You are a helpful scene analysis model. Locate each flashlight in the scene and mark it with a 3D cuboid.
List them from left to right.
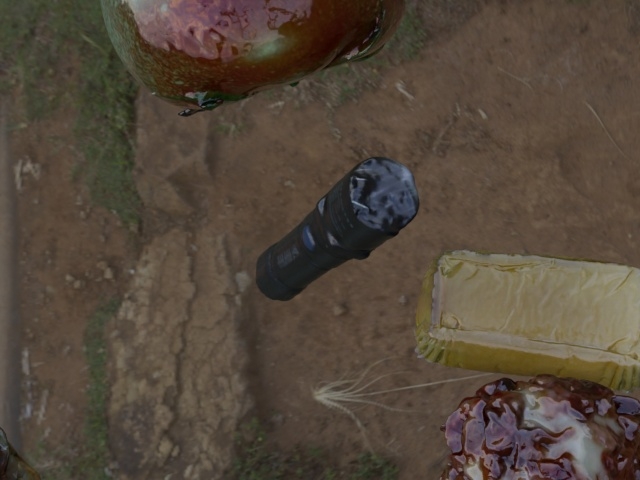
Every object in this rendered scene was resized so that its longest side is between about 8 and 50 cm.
[{"bbox_3d":[0.000,0.000,1.132,0.424,0.103,0.103,-36,68,62],"label":"flashlight"}]

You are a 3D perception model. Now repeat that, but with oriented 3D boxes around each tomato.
[{"bbox_3d":[-0.069,-0.267,0.814,0.303,0.303,0.239,-15,103,21],"label":"tomato"}]

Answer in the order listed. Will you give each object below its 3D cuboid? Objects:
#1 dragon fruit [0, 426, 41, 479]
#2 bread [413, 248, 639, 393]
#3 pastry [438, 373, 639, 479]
[{"bbox_3d":[-0.310,0.270,0.658,0.205,0.317,0.152,-34,115,15],"label":"dragon fruit"},{"bbox_3d":[0.258,0.093,0.988,0.288,0.119,0.153,6,78,12],"label":"bread"},{"bbox_3d":[0.139,0.126,0.448,0.115,0.208,0.097,-1,73,36],"label":"pastry"}]
